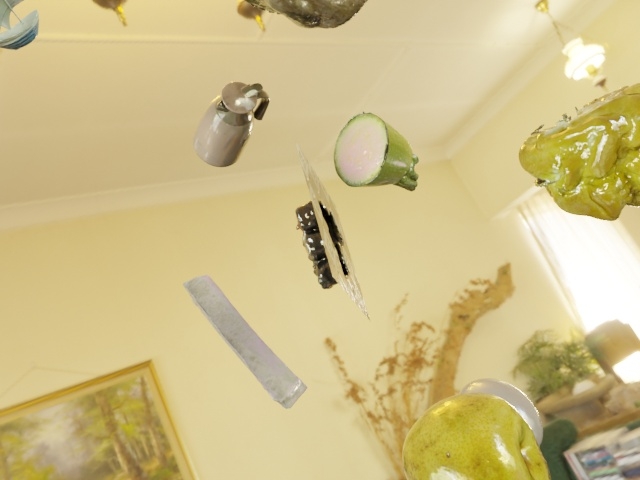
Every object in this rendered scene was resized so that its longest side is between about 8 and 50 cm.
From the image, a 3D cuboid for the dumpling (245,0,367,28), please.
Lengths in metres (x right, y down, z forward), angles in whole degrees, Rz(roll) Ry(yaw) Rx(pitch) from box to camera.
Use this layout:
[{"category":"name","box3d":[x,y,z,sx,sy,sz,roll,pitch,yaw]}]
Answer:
[{"category":"dumpling","box3d":[-0.036,-0.403,0.958,0.332,0.086,0.166,-4,-23,-34]}]

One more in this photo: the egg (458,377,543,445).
[{"category":"egg","box3d":[0.444,0.441,1.441,0.176,0.176,0.232,-18,24,-29]}]

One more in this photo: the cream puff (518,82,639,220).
[{"category":"cream puff","box3d":[0.430,-0.123,0.852,0.221,0.194,0.194,-32,-17,-1]}]

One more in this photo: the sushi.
[{"category":"sushi","box3d":[0.000,0.000,0.866,0.047,0.219,0.231,-20,-26,9]}]

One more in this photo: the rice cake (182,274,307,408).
[{"category":"rice cake","box3d":[-0.169,0.212,1.252,0.073,0.365,0.056,-39,-23,-18]}]

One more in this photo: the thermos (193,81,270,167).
[{"category":"thermos","box3d":[-0.164,-0.236,1.122,0.137,0.105,0.193,-27,-8,-28]}]

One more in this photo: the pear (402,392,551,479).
[{"category":"pear","box3d":[0.210,0.318,0.816,0.197,0.197,0.197,-25,-17,-8]}]

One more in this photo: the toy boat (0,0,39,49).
[{"category":"toy boat","box3d":[-0.589,-0.412,1.070,0.105,0.034,0.149,-62,-27,-3]}]

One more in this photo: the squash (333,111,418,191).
[{"category":"squash","box3d":[0.101,-0.116,0.826,0.132,0.105,0.105,9,-38,-40]}]
